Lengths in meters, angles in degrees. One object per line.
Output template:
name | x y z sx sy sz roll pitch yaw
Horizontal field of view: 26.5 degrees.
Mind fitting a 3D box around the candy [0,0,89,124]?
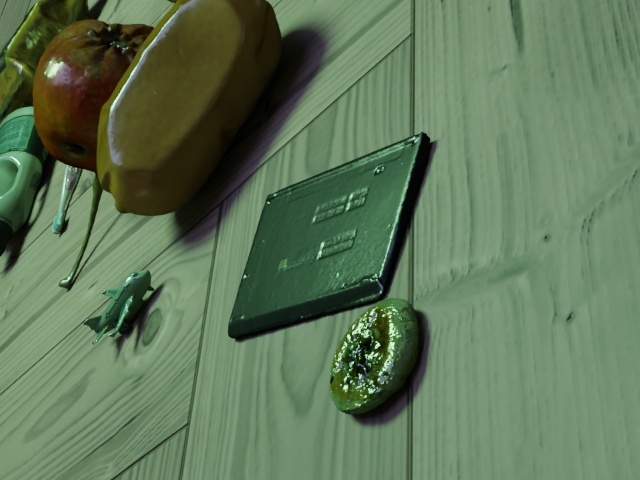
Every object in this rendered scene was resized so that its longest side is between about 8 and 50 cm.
candy | -0.385 -0.269 1.901 0.143 0.101 0.271 -44 22 38

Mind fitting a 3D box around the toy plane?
toy plane | -0.180 0.060 1.237 0.083 0.033 0.080 -45 27 10

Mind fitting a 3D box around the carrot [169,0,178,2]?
carrot | -0.175 -0.322 1.603 0.087 0.087 0.193 -52 30 11

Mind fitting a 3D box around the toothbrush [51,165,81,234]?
toothbrush | -0.296 -0.084 1.620 0.022 0.017 0.204 -50 25 40

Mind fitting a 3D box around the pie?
pie | 0.032 0.074 0.858 0.084 0.021 0.084 -42 29 30

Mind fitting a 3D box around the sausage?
sausage | -0.124 -0.131 1.249 0.241 0.120 0.136 -57 -8 -4

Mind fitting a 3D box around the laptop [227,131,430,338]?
laptop | 0.000 0.000 1.004 0.197 0.016 0.135 -21 45 51

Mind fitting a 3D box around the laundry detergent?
laundry detergent | -0.394 -0.067 1.713 0.099 0.070 0.225 -32 34 31

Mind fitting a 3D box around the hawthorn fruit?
hawthorn fruit | -0.220 -0.085 1.396 0.165 0.165 0.285 -113 27 -60
